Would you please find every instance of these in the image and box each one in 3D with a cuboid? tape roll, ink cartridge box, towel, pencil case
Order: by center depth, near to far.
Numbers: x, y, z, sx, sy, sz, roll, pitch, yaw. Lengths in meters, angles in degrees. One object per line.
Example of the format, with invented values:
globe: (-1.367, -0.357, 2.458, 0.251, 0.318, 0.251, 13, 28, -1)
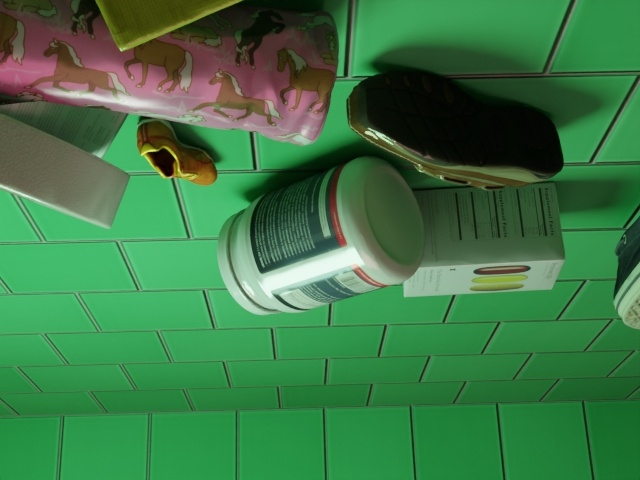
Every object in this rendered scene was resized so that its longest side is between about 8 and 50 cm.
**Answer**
towel: (-0.101, -0.264, 0.919, 0.237, 0.102, 0.021, -21, -165, 8)
pencil case: (-0.169, -0.194, 1.057, 0.385, 0.167, 0.160, 6, 134, -15)
tape roll: (-0.407, -0.113, 1.120, 0.391, 0.072, 0.392, 21, 175, 2)
ink cartridge box: (-0.349, -0.191, 1.213, 0.232, 0.066, 0.189, 29, 148, -14)

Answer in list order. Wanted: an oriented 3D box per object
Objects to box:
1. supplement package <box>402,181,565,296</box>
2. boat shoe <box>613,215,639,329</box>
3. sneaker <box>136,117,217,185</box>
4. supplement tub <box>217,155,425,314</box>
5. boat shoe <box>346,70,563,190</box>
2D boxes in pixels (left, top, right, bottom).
supplement package: (0.249, 0.001, 1.580, 0.244, 0.134, 0.139, -3, 157, 3)
boat shoe: (0.576, -0.049, 1.479, 0.186, 0.156, 0.500, 7, 144, -9)
sneaker: (-0.201, -0.107, 1.377, 0.064, 0.068, 0.175, -15, 156, 24)
supplement tub: (0.000, 0.000, 1.485, 0.272, 0.191, 0.191, -19, 152, 35)
boat shoe: (0.168, -0.124, 1.301, 0.323, 0.123, 0.120, 13, 156, -30)
